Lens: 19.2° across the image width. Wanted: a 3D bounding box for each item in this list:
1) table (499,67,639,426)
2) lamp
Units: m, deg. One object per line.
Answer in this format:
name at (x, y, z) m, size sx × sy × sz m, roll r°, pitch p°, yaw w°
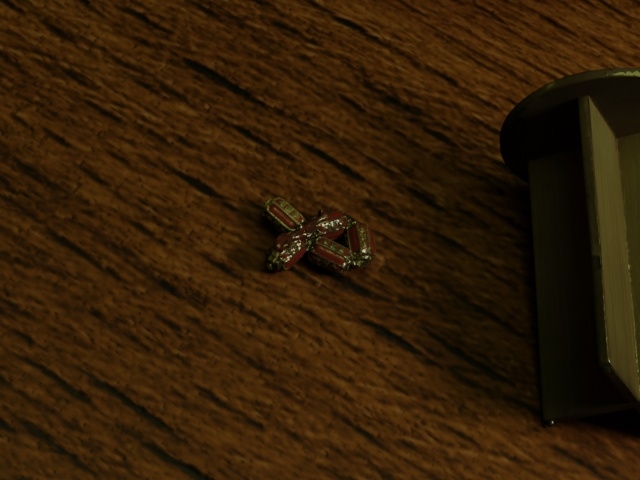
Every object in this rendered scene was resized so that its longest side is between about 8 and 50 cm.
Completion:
table at (0.215, 0.018, 1.336) m, size 0.167 × 0.167 × 0.226 m, roll 9°, pitch 59°, yaw -15°
lamp at (0.000, 0.000, 1.332) m, size 0.083 × 0.031 × 0.063 m, roll 12°, pitch 50°, yaw -19°
